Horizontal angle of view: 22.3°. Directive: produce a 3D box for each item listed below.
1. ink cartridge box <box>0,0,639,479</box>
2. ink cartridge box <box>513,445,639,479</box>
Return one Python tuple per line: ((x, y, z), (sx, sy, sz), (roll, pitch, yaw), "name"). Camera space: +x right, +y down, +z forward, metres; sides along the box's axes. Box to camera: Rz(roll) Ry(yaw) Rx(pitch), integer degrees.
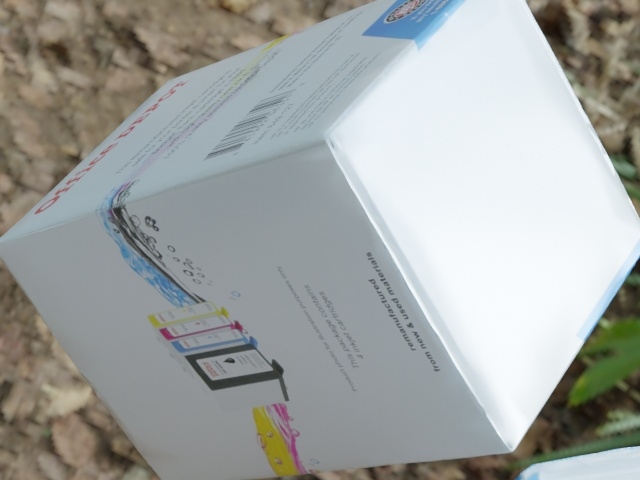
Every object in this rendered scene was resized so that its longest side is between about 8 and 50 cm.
((0.000, 0.000, 0.796), (0.168, 0.232, 0.171), (58, 46, -19), "ink cartridge box")
((0.133, 0.203, 0.590), (0.197, 0.270, 0.198), (-6, 66, -21), "ink cartridge box")
